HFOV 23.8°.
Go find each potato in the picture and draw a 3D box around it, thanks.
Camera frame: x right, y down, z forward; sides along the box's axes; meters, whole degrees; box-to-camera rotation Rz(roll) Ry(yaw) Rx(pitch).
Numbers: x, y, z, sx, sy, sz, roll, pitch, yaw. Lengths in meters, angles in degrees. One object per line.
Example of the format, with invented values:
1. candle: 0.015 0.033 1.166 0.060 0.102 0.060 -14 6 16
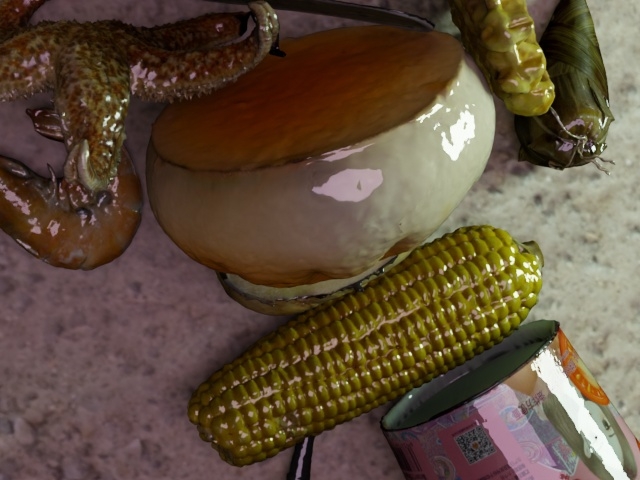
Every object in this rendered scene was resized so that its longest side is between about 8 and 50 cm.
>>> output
1. potato: 0.000 0.000 1.392 0.200 0.081 0.164 -25 62 -4

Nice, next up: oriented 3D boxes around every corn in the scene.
1. corn: 0.046 0.093 1.403 0.363 0.120 0.120 -26 102 -8

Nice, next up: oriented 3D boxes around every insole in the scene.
1. insole: -0.056 -0.206 1.291 0.322 0.109 0.007 12 92 21

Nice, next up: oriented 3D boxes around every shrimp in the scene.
1. shrimp: -0.243 -0.056 1.366 0.187 0.051 0.132 37 77 -21

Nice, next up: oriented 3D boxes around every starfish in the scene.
1. starfish: -0.176 -0.147 1.242 0.303 0.312 0.113 3 118 6

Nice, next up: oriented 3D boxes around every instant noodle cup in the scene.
1. instant noodle cup: 0.190 0.220 1.400 0.243 0.243 0.231 -31 94 -6

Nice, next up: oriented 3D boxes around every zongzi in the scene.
1. zongzi: 0.230 -0.155 1.375 0.084 0.187 0.184 9 94 0

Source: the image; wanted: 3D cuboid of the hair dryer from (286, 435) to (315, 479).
1. hair dryer: 0.011 0.333 1.450 0.303 0.120 0.360 6 87 -21

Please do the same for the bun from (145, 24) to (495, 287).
1. bun: 0.007 -0.059 1.276 0.299 0.299 0.165 -20 120 -8

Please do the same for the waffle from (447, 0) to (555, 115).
1. waffle: 0.140 -0.208 1.316 0.056 0.253 0.249 -20 74 2
